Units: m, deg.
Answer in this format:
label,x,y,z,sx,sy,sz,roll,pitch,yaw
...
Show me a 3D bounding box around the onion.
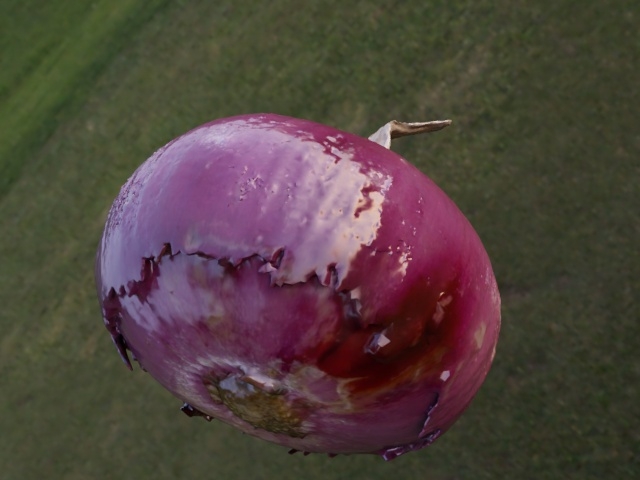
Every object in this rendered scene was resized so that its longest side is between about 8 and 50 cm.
label,x,y,z,sx,sy,sz,roll,pitch,yaw
onion,-0.024,0.026,1.103,0.358,0.358,0.345,-34,49,35
